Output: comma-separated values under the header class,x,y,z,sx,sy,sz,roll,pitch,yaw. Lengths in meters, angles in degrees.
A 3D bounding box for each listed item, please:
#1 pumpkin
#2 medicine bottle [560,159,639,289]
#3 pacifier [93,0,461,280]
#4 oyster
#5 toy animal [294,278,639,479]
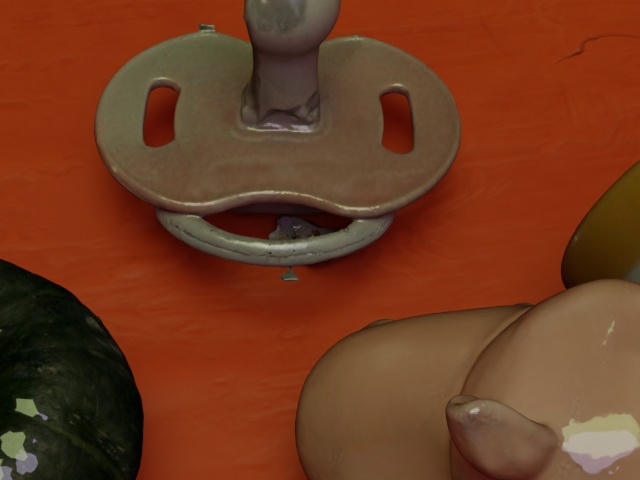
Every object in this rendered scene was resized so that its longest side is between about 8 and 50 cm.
class,x,y,z,sx,sy,sz,roll,pitch,yaw
pumpkin,-0.281,0.147,0.815,0.300,0.207,0.300,1,57,-1
medicine bottle,0.349,0.045,0.880,0.238,0.238,0.232,-25,62,-17
pacifier,-0.037,-0.124,1.002,0.332,0.273,0.220,2,13,-2
oyster,0.000,0.002,1.025,0.093,0.034,0.051,12,40,20
toy animal,0.131,0.135,0.794,0.326,0.237,0.269,-17,25,19
